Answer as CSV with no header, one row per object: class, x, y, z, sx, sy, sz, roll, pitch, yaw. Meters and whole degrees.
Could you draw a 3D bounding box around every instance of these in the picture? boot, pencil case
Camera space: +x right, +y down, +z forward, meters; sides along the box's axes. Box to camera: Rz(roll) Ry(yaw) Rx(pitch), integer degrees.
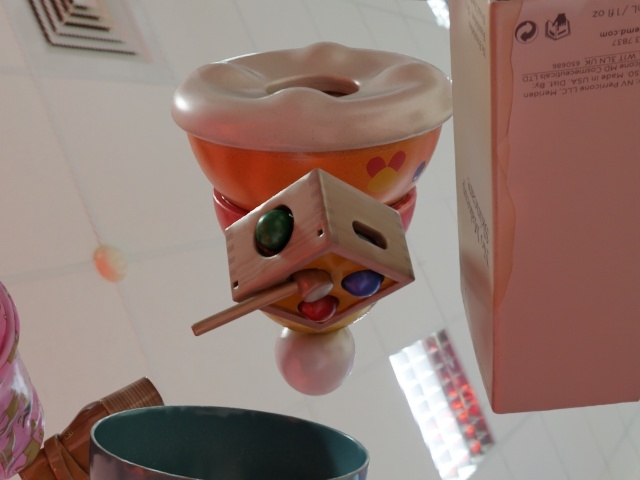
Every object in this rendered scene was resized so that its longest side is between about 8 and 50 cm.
boot,-0.325,0.348,1.173,0.220,0.283,0.109,-32,-122,-26
pencil case,-0.410,0.172,0.902,0.160,0.386,0.167,24,-121,-1

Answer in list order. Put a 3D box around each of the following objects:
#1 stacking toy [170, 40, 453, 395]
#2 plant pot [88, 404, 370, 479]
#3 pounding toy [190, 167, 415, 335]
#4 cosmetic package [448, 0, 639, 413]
stacking toy,0.000,0.000,1.045,0.350,0.350,0.480,-50,-37,-56
plant pot,-0.104,0.303,0.817,0.290,0.290,0.196,7,-89,-53
pounding toy,-0.016,0.024,0.643,0.141,0.130,0.100,24,-135,-43
cosmetic package,0.158,-0.046,0.542,0.160,0.113,0.310,-91,-6,-57
